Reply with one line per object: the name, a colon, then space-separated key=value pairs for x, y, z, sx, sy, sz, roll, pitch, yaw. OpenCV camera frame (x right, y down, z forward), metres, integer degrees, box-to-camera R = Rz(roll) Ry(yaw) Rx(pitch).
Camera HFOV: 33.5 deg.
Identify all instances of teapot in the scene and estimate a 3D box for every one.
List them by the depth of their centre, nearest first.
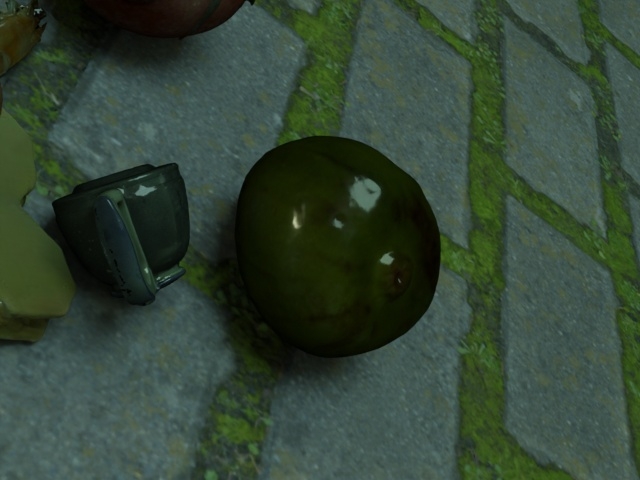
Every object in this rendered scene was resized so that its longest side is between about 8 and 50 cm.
teapot: x=-0.149 y=-0.006 z=0.879 sx=0.111 sy=0.149 sz=0.108 roll=-23 pitch=100 yaw=-29

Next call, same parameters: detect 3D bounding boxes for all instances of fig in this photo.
fig: x=0.000 y=0.000 z=1.010 sx=0.203 sy=0.203 sz=0.225 roll=2 pitch=18 yaw=-46

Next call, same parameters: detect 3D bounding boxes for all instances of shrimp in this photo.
shrimp: x=-0.311 y=-0.190 z=0.969 sx=0.099 sy=0.041 sz=0.180 roll=32 pitch=37 yaw=3

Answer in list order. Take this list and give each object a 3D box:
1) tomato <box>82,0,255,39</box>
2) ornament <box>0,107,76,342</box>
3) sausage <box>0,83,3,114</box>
tomato: x=-0.163 y=-0.349 z=1.084 sx=0.265 sy=0.265 sz=0.265 roll=28 pitch=40 yaw=-26
ornament: x=-0.279 y=-0.022 z=0.799 sx=0.180 sy=0.059 sz=0.201 roll=12 pitch=48 yaw=-55
sausage: x=-0.323 y=-0.126 z=0.736 sx=0.253 sy=0.123 sz=0.123 roll=39 pitch=28 yaw=29
